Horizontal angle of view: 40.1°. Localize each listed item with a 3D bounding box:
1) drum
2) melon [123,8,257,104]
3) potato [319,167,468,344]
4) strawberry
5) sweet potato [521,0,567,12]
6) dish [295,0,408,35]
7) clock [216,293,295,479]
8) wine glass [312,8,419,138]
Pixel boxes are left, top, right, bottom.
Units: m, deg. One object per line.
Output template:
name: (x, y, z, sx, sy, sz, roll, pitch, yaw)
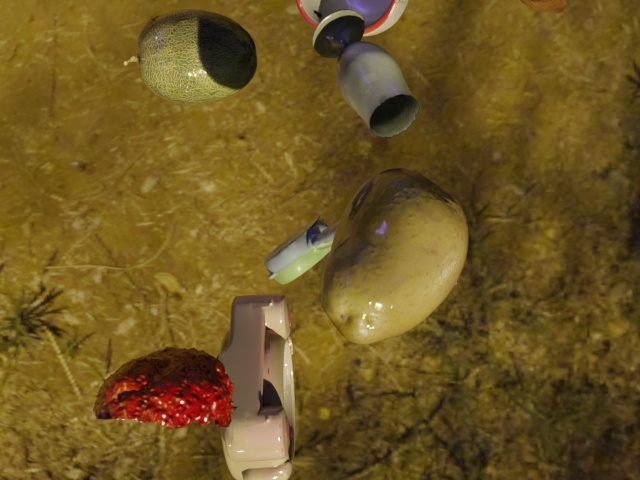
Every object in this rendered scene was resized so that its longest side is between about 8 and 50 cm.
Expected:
drum: (-0.016, 0.013, 1.269, 0.130, 0.253, 0.049, -39, 96, -13)
melon: (-0.185, -0.262, 1.255, 0.192, 0.139, 0.139, -5, 90, -17)
potato: (0.071, 0.021, 0.924, 0.157, 0.157, 0.194, 58, 46, -19)
strawberry: (-0.170, 0.156, 0.923, 0.187, 0.146, 0.082, 3, 86, -62)
sweet potato: (0.226, -0.258, 0.839, 0.067, 0.281, 0.059, -5, 97, 4)
dish: (0.079, -0.512, 1.688, 0.117, 0.256, 0.256, -13, 96, -58)
clock: (-0.096, 0.269, 1.452, 0.114, 0.309, 0.284, -4, 53, 1)
wine glass: (0.066, -0.242, 1.271, 0.093, 0.093, 0.202, 3, 46, -37)
